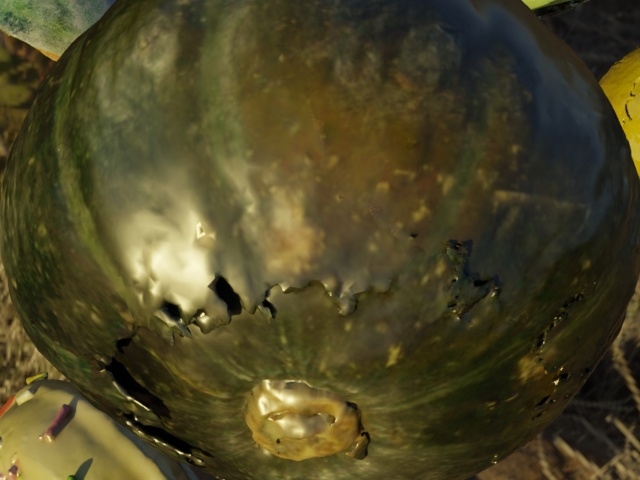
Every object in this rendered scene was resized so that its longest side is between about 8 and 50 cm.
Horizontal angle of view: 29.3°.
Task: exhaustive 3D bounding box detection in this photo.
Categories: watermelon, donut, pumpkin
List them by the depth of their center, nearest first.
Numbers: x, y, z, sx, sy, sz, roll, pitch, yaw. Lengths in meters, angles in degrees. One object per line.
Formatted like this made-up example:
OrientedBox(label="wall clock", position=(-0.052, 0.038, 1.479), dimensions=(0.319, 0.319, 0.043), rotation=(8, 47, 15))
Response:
OrientedBox(label="pumpkin", position=(0.000, 0.000, 0.877), dimensions=(0.454, 0.454, 0.344), rotation=(9, 55, -11))
OrientedBox(label="donut", position=(-0.260, 0.304, 1.389), dimensions=(0.150, 0.371, 0.307), rotation=(-36, 116, -33))
OrientedBox(label="watermelon", position=(-0.313, -0.328, 1.745), dimensions=(0.175, 0.188, 0.322), rotation=(40, 18, 31))

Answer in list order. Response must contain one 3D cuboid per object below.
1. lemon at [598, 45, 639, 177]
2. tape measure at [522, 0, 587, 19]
OrientedBox(label="lemon", position=(0.503, -0.143, 1.718), dimensions=(0.297, 0.297, 0.297), rotation=(8, 57, -12))
OrientedBox(label="tape measure", position=(0.317, -0.353, 1.679), dimensions=(0.154, 0.177, 0.087), rotation=(-16, 93, -39))
